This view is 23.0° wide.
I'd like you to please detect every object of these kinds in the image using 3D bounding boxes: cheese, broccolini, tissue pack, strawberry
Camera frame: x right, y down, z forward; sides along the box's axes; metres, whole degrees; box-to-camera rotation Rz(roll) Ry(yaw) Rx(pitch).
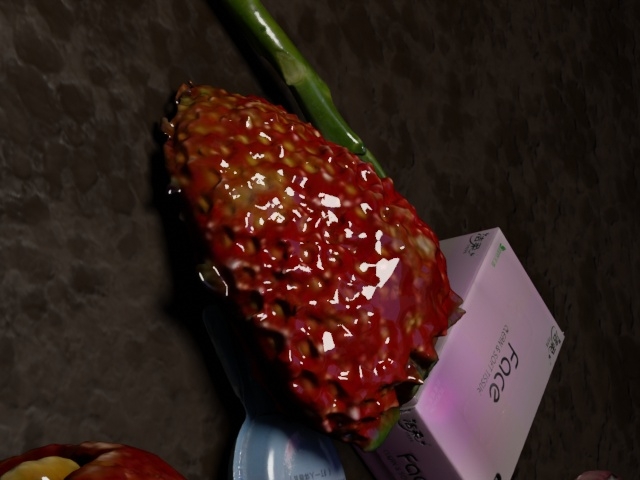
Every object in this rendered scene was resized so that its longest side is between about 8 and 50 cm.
[{"bbox_3d":[-0.032,0.166,1.244,0.135,0.052,0.245,0,74,-55],"label":"cheese"},{"bbox_3d":[-0.019,-0.096,1.356,0.392,0.078,0.074,53,52,-19],"label":"broccolini"},{"bbox_3d":[0.122,0.121,1.432,0.148,0.092,0.246,55,41,-25],"label":"tissue pack"},{"bbox_3d":[0.000,0.000,1.234,0.306,0.137,0.233,54,35,-17],"label":"strawberry"}]

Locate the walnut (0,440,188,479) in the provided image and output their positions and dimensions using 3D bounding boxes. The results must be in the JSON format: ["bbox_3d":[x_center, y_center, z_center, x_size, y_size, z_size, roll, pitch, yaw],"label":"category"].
[{"bbox_3d":[-0.155,0.257,0.934,0.244,0.221,0.269,-26,109,-22],"label":"walnut"}]

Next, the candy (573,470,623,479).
[{"bbox_3d":[0.294,0.292,1.651,0.103,0.043,0.103,22,62,-48],"label":"candy"}]
